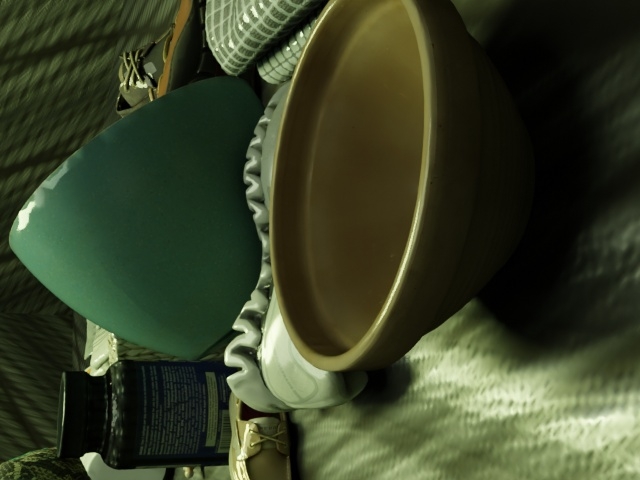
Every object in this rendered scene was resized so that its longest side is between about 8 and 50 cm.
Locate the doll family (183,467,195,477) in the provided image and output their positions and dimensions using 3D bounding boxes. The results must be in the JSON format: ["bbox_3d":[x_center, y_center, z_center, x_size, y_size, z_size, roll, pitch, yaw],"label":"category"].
[{"bbox_3d":[-0.230,0.214,1.096,0.163,0.118,0.263,149,123,-63],"label":"doll family"}]

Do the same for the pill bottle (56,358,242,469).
[{"bbox_3d":[-0.183,0.198,0.851,0.123,0.219,0.123,-175,90,-68],"label":"pill bottle"}]

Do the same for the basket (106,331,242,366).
[{"bbox_3d":[-0.192,0.143,0.966,0.113,0.167,0.103,-171,81,-68],"label":"basket"}]

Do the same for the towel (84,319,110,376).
[{"bbox_3d":[-0.349,0.059,1.374,0.324,0.056,0.312,-46,38,25],"label":"towel"}]

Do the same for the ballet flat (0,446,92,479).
[{"bbox_3d":[-0.186,0.425,0.806,0.164,0.182,0.483,-40,83,26],"label":"ballet flat"}]

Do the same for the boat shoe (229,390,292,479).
[{"bbox_3d":[-0.062,0.199,0.762,0.170,0.063,0.059,-111,31,-46],"label":"boat shoe"}]

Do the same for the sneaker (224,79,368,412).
[{"bbox_3d":[0.000,0.000,0.630,0.118,0.110,0.292,-8,75,48],"label":"sneaker"}]

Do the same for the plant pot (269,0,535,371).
[{"bbox_3d":[0.054,-0.036,0.469,0.237,0.109,0.237,-174,90,-67],"label":"plant pot"}]

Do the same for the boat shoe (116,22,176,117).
[{"bbox_3d":[-0.322,-0.300,1.421,0.355,0.130,0.132,142,129,-61],"label":"boat shoe"}]

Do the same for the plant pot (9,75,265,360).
[{"bbox_3d":[-0.129,0.004,0.755,0.195,0.290,0.290,52,147,6],"label":"plant pot"}]

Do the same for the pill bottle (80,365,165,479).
[{"bbox_3d":[-0.367,0.342,1.350,0.278,0.162,0.162,-140,59,-63],"label":"pill bottle"}]

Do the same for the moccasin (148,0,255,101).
[{"bbox_3d":[-0.168,-0.196,1.010,0.147,0.139,0.380,144,128,-63],"label":"moccasin"}]

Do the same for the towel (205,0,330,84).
[{"bbox_3d":[-0.029,-0.322,0.724,0.235,0.121,0.284,162,112,-65],"label":"towel"}]
